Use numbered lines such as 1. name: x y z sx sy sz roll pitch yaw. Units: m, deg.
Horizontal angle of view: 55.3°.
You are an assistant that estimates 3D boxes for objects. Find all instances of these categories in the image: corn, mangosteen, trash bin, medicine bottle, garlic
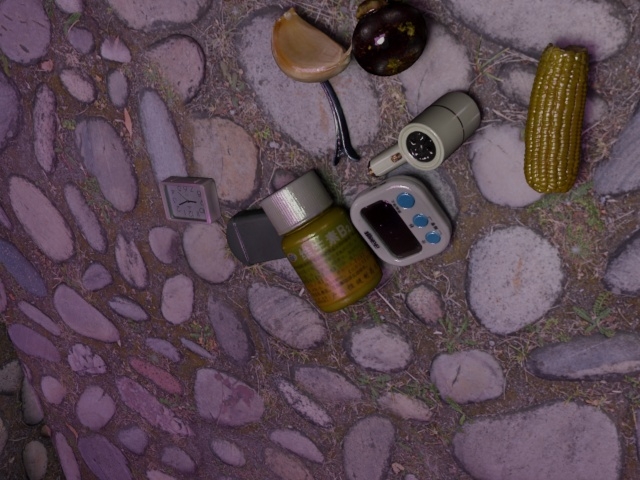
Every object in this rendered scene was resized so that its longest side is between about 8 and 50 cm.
1. corn: 0.545 -0.278 1.412 0.131 0.131 0.344 10 117 25
2. mangosteen: 0.157 -0.513 1.480 0.192 0.192 0.217 -27 79 36
3. trash bin: -0.187 -0.017 1.972 0.236 0.101 0.176 -8 108 29
4. medicine bottle: 0.000 0.000 1.795 0.224 0.224 0.384 -27 98 36
5. garlic: -0.026 -0.495 1.597 0.245 0.145 0.164 33 131 21

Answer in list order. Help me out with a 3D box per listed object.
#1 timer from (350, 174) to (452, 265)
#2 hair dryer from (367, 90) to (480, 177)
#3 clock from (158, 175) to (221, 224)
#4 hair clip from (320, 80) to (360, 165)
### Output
1. timer: 0.225 -0.057 1.706 0.237 0.087 0.262 -24 114 36
2. hair dryer: 0.230 -0.239 1.590 0.128 0.203 0.362 53 144 -8
3. clock: -0.444 -0.138 2.072 0.197 0.063 0.150 6 118 27
4. hair clip: 0.042 -0.348 1.714 0.083 0.048 0.275 -6 106 33
